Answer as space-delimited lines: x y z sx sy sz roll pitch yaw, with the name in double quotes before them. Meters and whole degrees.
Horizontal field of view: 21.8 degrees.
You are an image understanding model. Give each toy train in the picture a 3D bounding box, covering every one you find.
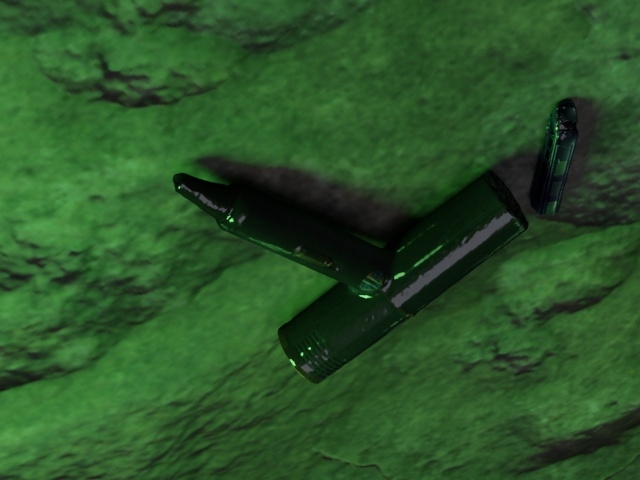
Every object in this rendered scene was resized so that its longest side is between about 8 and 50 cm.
"toy train" 0.145 -0.050 1.021 0.017 0.017 0.083 -9 137 -15

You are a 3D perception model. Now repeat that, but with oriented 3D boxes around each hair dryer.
"hair dryer" 0.008 -0.011 0.989 0.173 0.050 0.195 -38 133 14
